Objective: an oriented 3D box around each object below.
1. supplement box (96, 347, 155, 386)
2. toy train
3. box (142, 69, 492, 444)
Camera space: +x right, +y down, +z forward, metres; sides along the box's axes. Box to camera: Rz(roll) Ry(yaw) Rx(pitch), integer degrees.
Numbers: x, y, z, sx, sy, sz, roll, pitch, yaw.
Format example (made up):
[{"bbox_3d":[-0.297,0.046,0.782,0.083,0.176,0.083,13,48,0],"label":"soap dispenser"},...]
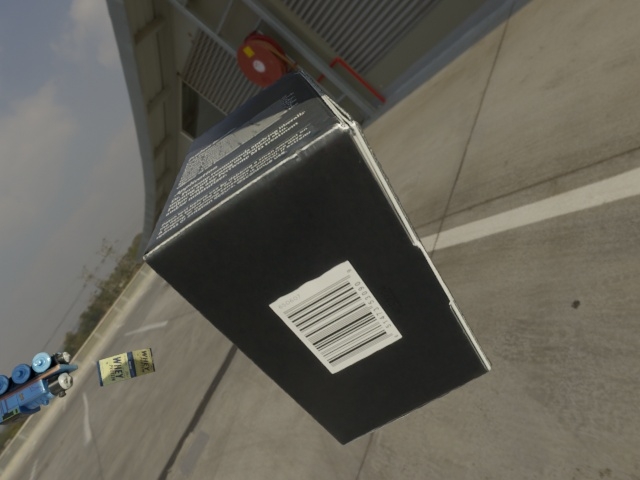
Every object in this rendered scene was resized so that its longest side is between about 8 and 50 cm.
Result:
[{"bbox_3d":[-0.433,0.283,0.910,0.083,0.056,0.083,-17,-11,6],"label":"supplement box"},{"bbox_3d":[-0.631,0.322,0.894,0.184,0.105,0.080,-28,-16,-6],"label":"toy train"},{"bbox_3d":[0.000,0.000,0.743,0.297,0.480,0.471,-31,29,9],"label":"box"}]
